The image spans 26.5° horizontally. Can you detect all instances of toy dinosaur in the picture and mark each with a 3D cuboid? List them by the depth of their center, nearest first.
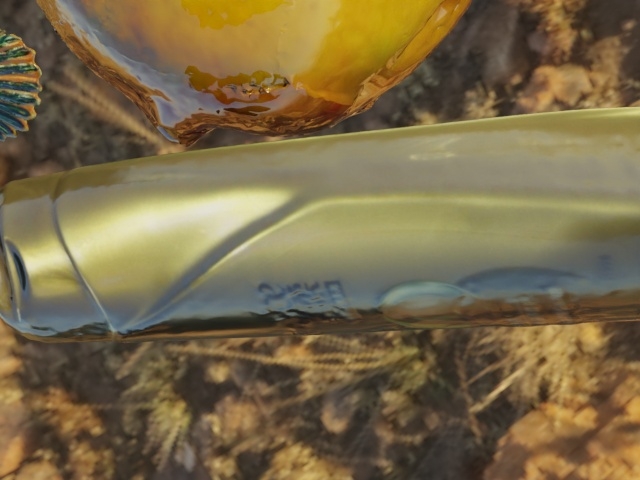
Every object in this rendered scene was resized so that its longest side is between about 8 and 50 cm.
[{"bbox_3d":[-0.187,-0.077,0.704,0.106,0.044,0.187,-15,106,27],"label":"toy dinosaur"}]

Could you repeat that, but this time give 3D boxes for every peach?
[{"bbox_3d":[-0.050,-0.247,0.938,0.290,0.372,0.372,-3,108,65],"label":"peach"}]

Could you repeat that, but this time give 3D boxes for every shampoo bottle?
[{"bbox_3d":[0.000,0.000,0.668,0.350,0.084,0.125,-4,146,17],"label":"shampoo bottle"}]
